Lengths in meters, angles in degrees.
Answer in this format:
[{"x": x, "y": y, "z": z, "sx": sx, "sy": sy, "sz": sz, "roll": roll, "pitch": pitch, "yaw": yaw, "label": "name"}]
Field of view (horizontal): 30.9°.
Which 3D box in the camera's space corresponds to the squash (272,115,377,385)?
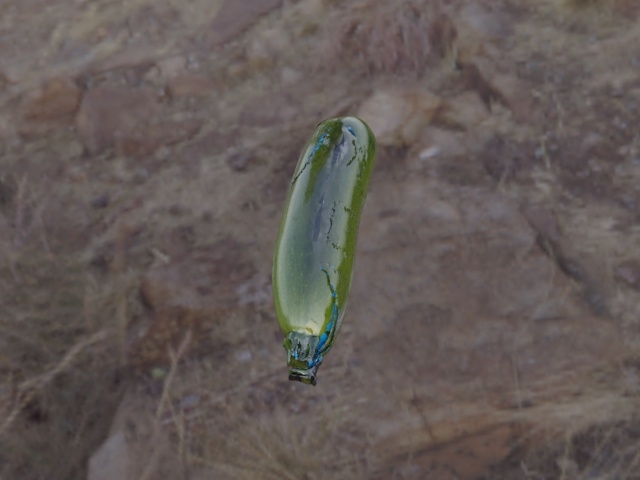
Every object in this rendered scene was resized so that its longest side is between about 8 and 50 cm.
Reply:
[{"x": 0.000, "y": 0.001, "z": 1.156, "sx": 0.087, "sy": 0.087, "sz": 0.331, "roll": -2, "pitch": 53, "yaw": 17, "label": "squash"}]
